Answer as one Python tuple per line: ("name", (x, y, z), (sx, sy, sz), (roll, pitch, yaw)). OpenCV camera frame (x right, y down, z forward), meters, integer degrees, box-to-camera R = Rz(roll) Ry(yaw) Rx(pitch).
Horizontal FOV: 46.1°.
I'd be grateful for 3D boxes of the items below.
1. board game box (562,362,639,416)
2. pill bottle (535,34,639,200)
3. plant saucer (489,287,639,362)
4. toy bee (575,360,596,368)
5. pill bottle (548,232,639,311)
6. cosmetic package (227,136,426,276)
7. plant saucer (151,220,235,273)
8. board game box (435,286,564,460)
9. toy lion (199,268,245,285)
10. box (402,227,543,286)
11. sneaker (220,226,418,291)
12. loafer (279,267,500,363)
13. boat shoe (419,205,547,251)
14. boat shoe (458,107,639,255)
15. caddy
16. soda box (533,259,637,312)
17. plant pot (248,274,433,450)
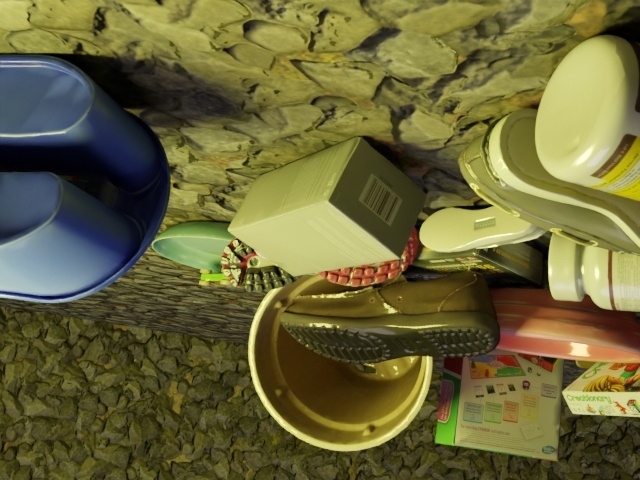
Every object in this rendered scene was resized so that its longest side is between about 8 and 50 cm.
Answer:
("board game box", (0.596, 0.207, 1.320), (0.305, 0.053, 0.193), (-30, -177, -27))
("pill bottle", (0.295, -0.083, 0.611), (0.215, 0.117, 0.117), (13, 165, -15))
("plant saucer", (0.384, 0.142, 1.259), (0.333, 0.084, 0.332), (9, 168, 2))
("toy bee", (0.666, 0.230, 1.608), (0.195, 0.162, 0.298), (-20, -175, -14))
("pill bottle", (0.419, 0.032, 0.974), (0.221, 0.121, 0.121), (1, 163, 29))
("cosmetic package", (0.002, -0.033, 0.953), (0.127, 0.107, 0.238), (37, 156, -27))
("plant saucer", (-0.156, 0.021, 1.421), (0.318, 0.043, 0.317), (8, 165, 2))
("board game box", (0.356, 0.248, 1.449), (0.242, 0.316, 0.064), (15, 165, -20))
("toy lion", (-0.191, 0.079, 1.530), (0.100, 0.034, 0.096), (-4, 168, 39))
("box", (0.211, 0.030, 1.215), (0.231, 0.056, 0.183), (-6, 159, 45))
("sneaker", (0.000, 0.000, 1.156), (0.300, 0.120, 0.112), (-3, -160, 6))
("loafer", (0.109, 0.114, 1.201), (0.366, 0.130, 0.133), (-2, 144, 25))
("boat shoe", (0.225, -0.017, 1.035), (0.184, 0.066, 0.063), (-17, 151, 39))
("boat shoe", (0.288, -0.047, 0.787), (0.305, 0.109, 0.091), (20, 163, -18))
("caddy", (-0.336, -0.062, 0.824), (0.342, 0.241, 0.179), (5, 159, 17))
("soda box", (0.453, 0.077, 1.254), (0.182, 0.058, 0.061), (9, 165, 3))
("plant pot", (0.073, 0.194, 1.444), (0.334, 0.333, 0.305), (4, -176, 17))
